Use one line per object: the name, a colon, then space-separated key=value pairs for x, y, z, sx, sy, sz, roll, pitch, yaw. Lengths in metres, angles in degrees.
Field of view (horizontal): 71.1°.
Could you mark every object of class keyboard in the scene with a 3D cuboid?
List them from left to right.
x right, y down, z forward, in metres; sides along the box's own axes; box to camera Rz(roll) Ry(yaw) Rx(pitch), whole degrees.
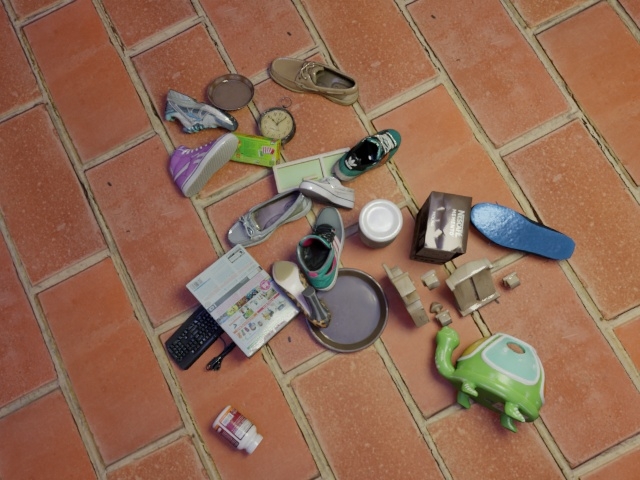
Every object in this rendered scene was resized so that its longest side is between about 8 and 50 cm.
keyboard: x=-0.357 y=0.309 z=1.507 sx=0.201 sy=0.033 sz=0.317 roll=43 pitch=87 yaw=9

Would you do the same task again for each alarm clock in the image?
alarm clock: x=-0.145 y=-0.420 z=1.590 sx=0.130 sy=0.064 sz=0.191 roll=19 pitch=86 yaw=7

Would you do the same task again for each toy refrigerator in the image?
toy refrigerator: x=-0.019 y=-0.230 z=1.537 sx=0.270 sy=0.094 sz=0.102 roll=-13 pitch=80 yaw=1

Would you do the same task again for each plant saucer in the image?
plant saucer: x=-0.321 y=-0.531 z=1.620 sx=0.169 sy=0.029 sz=0.168 roll=1 pitch=67 yaw=-3
plant saucer: x=0.085 y=0.229 z=1.486 sx=0.278 sy=0.041 sz=0.277 roll=0 pitch=81 yaw=3

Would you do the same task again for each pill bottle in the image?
pill bottle: x=-0.261 y=0.604 z=1.425 sx=0.152 sy=0.086 sz=0.086 roll=37 pitch=85 yaw=8
pill bottle: x=0.185 y=-0.043 z=1.425 sx=0.131 sy=0.229 sz=0.131 roll=-1 pitch=81 yaw=4

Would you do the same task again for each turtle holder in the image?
turtle holder: x=0.513 y=0.401 z=1.357 sx=0.320 sy=0.243 sz=0.227 roll=12 pitch=61 yaw=44

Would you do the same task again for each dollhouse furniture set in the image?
dollhouse furniture set: x=0.400 y=0.091 z=1.380 sx=0.356 sy=0.303 sz=0.173 roll=-30 pitch=48 yaw=5

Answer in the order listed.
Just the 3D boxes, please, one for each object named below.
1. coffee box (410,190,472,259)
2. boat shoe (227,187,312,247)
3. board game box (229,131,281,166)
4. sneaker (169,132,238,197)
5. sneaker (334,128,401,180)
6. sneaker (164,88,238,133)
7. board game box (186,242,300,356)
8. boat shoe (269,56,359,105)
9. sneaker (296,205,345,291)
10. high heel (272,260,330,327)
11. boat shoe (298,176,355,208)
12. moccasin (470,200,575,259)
coffee box: x=0.362 y=-0.028 z=1.377 sx=0.119 sy=0.297 sz=0.168 roll=10 pitch=82 yaw=5
boat shoe: x=-0.182 y=-0.079 z=1.502 sx=0.321 sy=0.103 sz=0.118 roll=-25 pitch=70 yaw=10
board game box: x=-0.231 y=-0.316 z=1.558 sx=0.182 sy=0.043 sz=0.092 roll=11 pitch=117 yaw=11
sneaker: x=-0.419 y=-0.300 z=1.544 sx=0.282 sy=0.102 sz=0.161 roll=-41 pitch=74 yaw=15
sneaker: x=0.183 y=-0.296 z=1.472 sx=0.302 sy=0.121 sz=0.108 roll=-38 pitch=95 yaw=-31
sneaker: x=-0.428 y=-0.433 z=1.606 sx=0.283 sy=0.110 sz=0.122 roll=24 pitch=101 yaw=10
board game box: x=-0.247 y=0.195 z=1.457 sx=0.224 sy=0.097 sz=0.303 roll=-40 pitch=80 yaw=-19
boat shoe: x=-0.023 y=-0.585 z=1.584 sx=0.342 sy=0.110 sz=0.121 roll=19 pitch=83 yaw=6
sneaker: x=0.000 y=0.000 z=1.438 sx=0.124 sy=0.178 sz=0.295 roll=0 pitch=69 yaw=14
high heel: x=-0.067 y=0.177 z=1.453 sx=0.093 sy=0.186 sz=0.261 roll=-35 pitch=39 yaw=-15
boat shoe: x=0.025 y=-0.167 z=1.457 sx=0.095 sy=0.258 sz=0.084 roll=9 pitch=86 yaw=35
moccasin: x=0.635 y=-0.017 z=1.455 sx=0.342 sy=0.117 sz=0.137 roll=28 pitch=96 yaw=3
